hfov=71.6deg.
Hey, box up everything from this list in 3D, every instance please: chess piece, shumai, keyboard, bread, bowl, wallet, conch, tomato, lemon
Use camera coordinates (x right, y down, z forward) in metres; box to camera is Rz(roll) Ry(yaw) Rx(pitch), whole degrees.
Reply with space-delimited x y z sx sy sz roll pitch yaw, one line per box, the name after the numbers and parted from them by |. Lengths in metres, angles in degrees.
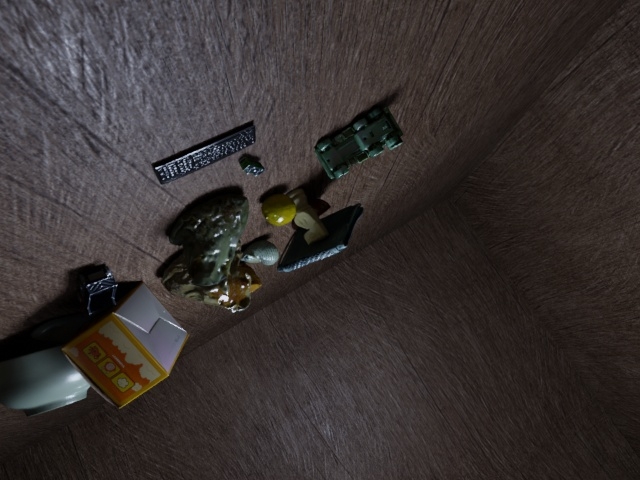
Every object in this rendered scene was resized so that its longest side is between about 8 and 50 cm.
-0.052 -0.082 1.575 0.090 0.200 0.090 -30 167 -8 | chess piece
-0.379 0.155 1.564 0.314 0.262 0.267 -29 167 -6 | shumai
-0.261 -0.199 1.031 0.251 0.017 0.087 -29 166 -17 | keyboard
-0.372 0.182 1.952 0.143 0.149 0.158 -42 165 25 | bread
-0.293 0.001 1.313 0.272 0.203 0.222 -41 167 20 | shumai
-0.885 0.457 1.462 0.354 0.185 0.354 -16 172 -2 | bowl
0.000 0.000 1.648 0.342 0.075 0.237 -22 -151 39 | wallet
-0.250 0.052 1.846 0.153 0.102 0.135 19 150 -32 | conch
-0.054 -0.108 1.726 0.174 0.082 0.166 -31 -175 27 | tomato
-0.139 -0.104 1.490 0.133 0.109 0.109 -25 166 -44 | lemon

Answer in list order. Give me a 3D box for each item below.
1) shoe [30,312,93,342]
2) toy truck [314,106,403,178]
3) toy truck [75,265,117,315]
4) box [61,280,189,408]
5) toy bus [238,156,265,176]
-0.816 0.289 1.428 0.079 0.078 0.195 -38 171 26 | shoe
0.116 -0.291 1.376 0.260 0.128 0.135 -32 -179 -5 | toy truck
-0.641 0.148 1.271 0.083 0.092 0.192 -24 165 -39 | toy truck
-0.614 0.327 1.433 0.214 0.259 0.283 -36 -166 5 | box
-0.182 -0.197 1.187 0.031 0.037 0.083 -37 168 18 | toy bus
